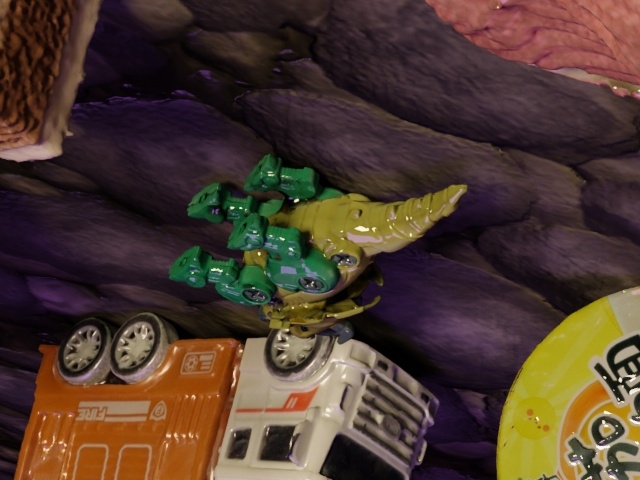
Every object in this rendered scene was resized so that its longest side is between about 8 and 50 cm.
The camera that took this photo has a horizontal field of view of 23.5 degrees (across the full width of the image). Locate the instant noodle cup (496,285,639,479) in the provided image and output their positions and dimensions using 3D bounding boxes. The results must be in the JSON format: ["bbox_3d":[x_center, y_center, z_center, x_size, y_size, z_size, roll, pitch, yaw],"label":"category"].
[{"bbox_3d":[0.276,0.181,1.127,0.264,0.264,0.200,4,161,23],"label":"instant noodle cup"}]

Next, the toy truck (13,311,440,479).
[{"bbox_3d":[-0.096,0.190,1.403,0.387,0.207,0.173,-5,150,38],"label":"toy truck"}]

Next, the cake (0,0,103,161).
[{"bbox_3d":[-0.215,-0.125,0.876,0.135,0.134,0.147,-2,160,35],"label":"cake"}]

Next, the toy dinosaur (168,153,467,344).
[{"bbox_3d":[0.000,0.000,1.079,0.153,0.094,0.259,24,147,-20],"label":"toy dinosaur"}]

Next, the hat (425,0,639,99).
[{"bbox_3d":[0.165,-0.118,0.675,0.286,0.107,0.237,30,166,30],"label":"hat"}]
